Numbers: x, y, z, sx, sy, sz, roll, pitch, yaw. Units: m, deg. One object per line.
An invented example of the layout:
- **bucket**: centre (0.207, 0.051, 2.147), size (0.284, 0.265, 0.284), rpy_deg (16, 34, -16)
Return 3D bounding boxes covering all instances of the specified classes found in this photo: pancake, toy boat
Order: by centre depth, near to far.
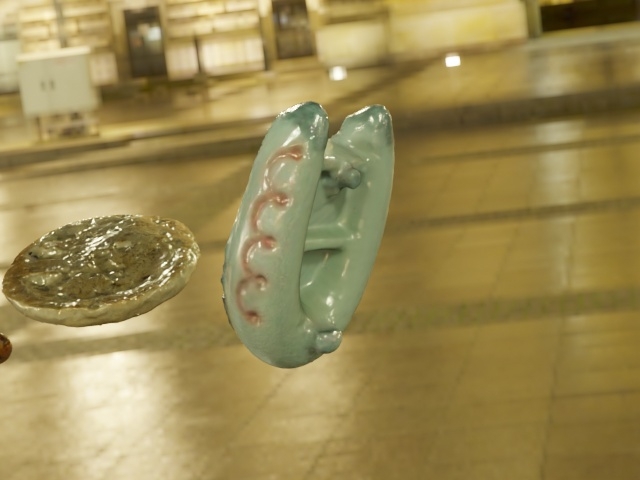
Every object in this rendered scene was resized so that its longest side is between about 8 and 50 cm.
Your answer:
- **toy boat**: centre (0.000, 0.000, 1.114), size (0.079, 0.207, 0.134), rpy_deg (27, 17, 33)
- **pancake**: centre (-0.158, 0.019, 1.118), size (0.152, 0.025, 0.151), rpy_deg (-9, 28, 5)

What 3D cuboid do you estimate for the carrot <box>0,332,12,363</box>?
- **carrot**: centre (-0.296, 0.079, 1.246), size (0.047, 0.047, 0.191), rpy_deg (-12, 12, -30)
